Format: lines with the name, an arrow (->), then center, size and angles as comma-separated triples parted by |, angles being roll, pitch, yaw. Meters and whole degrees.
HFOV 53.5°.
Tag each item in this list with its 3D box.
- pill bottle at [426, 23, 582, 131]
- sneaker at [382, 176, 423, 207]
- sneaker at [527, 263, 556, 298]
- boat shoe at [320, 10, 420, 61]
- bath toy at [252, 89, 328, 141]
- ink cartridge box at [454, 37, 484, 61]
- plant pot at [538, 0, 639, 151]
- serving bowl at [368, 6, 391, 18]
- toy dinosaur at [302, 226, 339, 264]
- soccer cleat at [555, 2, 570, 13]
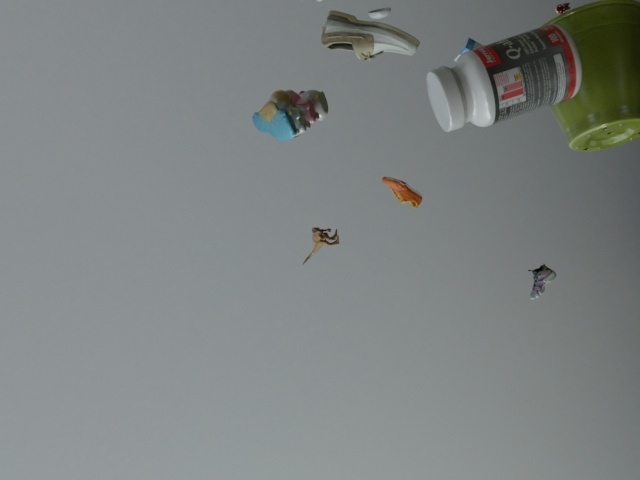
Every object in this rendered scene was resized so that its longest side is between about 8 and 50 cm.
pill bottle -> 0.488, -0.429, 1.710 | 0.210, 0.363, 0.210 | 161, 90, -89
sneaker -> 0.287, -0.170, 2.242 | 0.175, 0.064, 0.067 | 30, -92, -18
sneaker -> 0.589, 0.107, 1.736 | 0.069, 0.098, 0.038 | 38, 179, -10
boat shoe -> 0.137, -0.564, 1.810 | 0.113, 0.302, 0.103 | 15, -81, -60
bath toy -> -0.088, -0.412, 2.016 | 0.348, 0.129, 0.151 | -46, -60, -61
ink cartridge box -> 0.559, -0.661, 2.287 | 0.122, 0.088, 0.052 | 24, -110, -9
plant pot -> 0.844, -0.475, 1.945 | 0.366, 0.366, 0.353 | 15, -116, -57
serving bowl -> 0.214, -0.814, 2.281 | 0.083, 0.083, 0.027 | -50, -47, -52
toy dinosaur -> 0.000, 0.000, 2.012 | 0.211, 0.112, 0.064 | 96, 169, -60
soccer cleat -> 0.692, -0.669, 1.835 | 0.083, 0.035, 0.029 | -33, -69, -41
